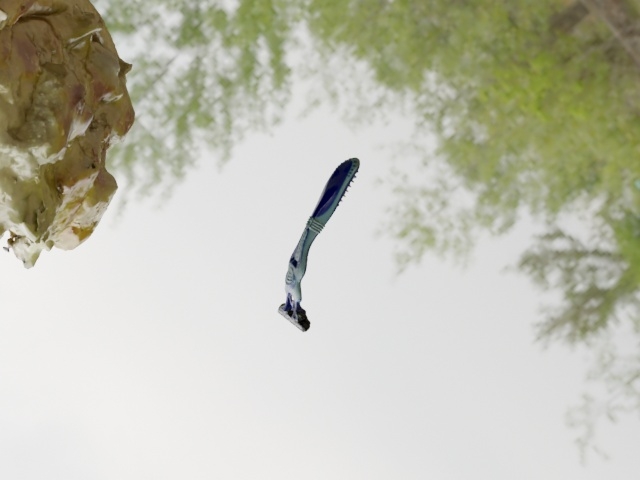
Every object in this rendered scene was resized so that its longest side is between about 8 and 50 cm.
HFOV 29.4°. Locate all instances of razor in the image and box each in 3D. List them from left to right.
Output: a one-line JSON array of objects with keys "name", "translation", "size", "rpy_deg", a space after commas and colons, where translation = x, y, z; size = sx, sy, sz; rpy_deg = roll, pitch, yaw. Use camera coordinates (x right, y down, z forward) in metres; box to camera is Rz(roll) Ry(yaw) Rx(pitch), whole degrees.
[{"name": "razor", "translation": [-0.004, 0.000, 1.030], "size": [0.028, 0.155, 0.044], "rpy_deg": [11, -164, -40]}]

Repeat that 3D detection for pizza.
[{"name": "pizza", "translation": [-0.205, -0.086, 0.923], "size": [0.089, 0.223, 0.323], "rpy_deg": [9, 179, 7]}]
